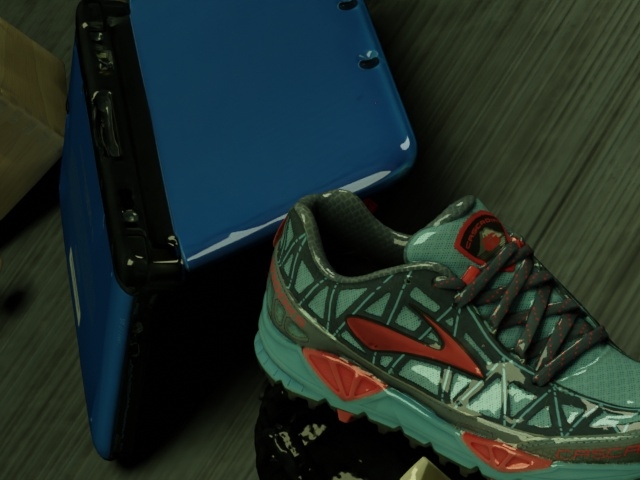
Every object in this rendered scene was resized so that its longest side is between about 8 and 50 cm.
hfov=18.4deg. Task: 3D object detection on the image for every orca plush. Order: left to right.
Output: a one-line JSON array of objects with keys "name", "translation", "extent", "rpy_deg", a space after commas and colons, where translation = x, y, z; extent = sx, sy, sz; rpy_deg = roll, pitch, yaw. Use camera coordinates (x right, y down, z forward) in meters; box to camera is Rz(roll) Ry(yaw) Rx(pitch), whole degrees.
[{"name": "orca plush", "translation": [0.014, 0.111, 1.072], "extent": [0.151, 0.102, 0.287], "rpy_deg": [-33, 39, 14]}]

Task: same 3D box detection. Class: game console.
[{"name": "game console", "translation": [-0.067, -0.039, 1.290], "extent": [0.173, 0.250, 0.293], "rpy_deg": [1, 39, -14]}]

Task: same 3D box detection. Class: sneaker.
[{"name": "sneaker", "translation": [0.078, 0.044, 1.007], "extent": [0.261, 0.125, 0.104], "rpy_deg": [16, 26, 26]}]

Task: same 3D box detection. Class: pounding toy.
[{"name": "pounding toy", "translation": [-0.277, -0.046, 1.462], "extent": [0.181, 0.094, 0.206], "rpy_deg": [-44, 29, 19]}]

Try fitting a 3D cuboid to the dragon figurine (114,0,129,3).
[{"name": "dragon figurine", "translation": [-0.140, -0.224, 1.536], "extent": [0.085, 0.144, 0.289], "rpy_deg": [-34, 20, 15]}]

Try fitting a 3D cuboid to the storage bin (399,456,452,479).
[{"name": "storage bin", "translation": [0.017, 0.244, 0.829], "extent": [0.262, 0.260, 0.123], "rpy_deg": [-45, 68, -1]}]

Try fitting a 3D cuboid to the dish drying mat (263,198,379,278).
[{"name": "dish drying mat", "translation": [0.000, 0.000, 1.266], "extent": [0.083, 0.008, 0.032], "rpy_deg": [-45, 37, -1]}]
